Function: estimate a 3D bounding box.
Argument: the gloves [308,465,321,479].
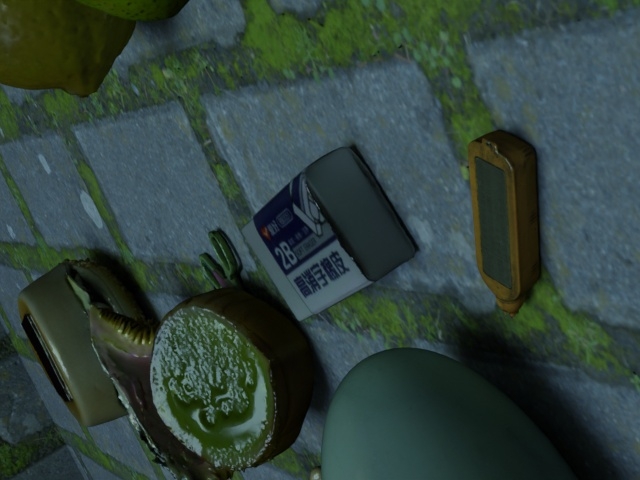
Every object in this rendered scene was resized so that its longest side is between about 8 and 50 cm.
[{"bbox_3d":[-0.010,0.424,1.522,0.197,0.152,0.301,20,132,24],"label":"gloves"}]

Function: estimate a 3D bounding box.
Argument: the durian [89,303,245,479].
[{"bbox_3d":[-0.183,0.200,1.612,0.305,0.185,0.195,45,179,15],"label":"durian"}]

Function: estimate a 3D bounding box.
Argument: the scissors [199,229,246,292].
[{"bbox_3d":[-0.099,0.081,1.461,0.187,0.020,0.133,56,158,11],"label":"scissors"}]

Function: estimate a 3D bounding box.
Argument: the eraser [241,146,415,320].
[{"bbox_3d":[0.000,0.000,1.129,0.124,0.068,0.210,56,156,1],"label":"eraser"}]

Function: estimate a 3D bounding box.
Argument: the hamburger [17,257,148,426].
[{"bbox_3d":[-0.379,0.169,1.911,0.302,0.170,0.302,49,155,32],"label":"hamburger"}]

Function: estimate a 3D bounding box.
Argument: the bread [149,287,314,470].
[{"bbox_3d":[-0.113,0.171,1.416,0.236,0.070,0.236,11,108,37],"label":"bread"}]

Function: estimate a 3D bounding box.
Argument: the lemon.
[{"bbox_3d":[-0.318,-0.288,1.220,0.263,0.236,0.236,35,162,-20],"label":"lemon"}]

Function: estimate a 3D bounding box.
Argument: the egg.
[{"bbox_3d":[0.127,0.266,0.993,0.371,0.230,0.230,61,156,6],"label":"egg"}]

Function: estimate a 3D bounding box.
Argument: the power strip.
[{"bbox_3d":[0.145,-0.008,0.894,0.049,0.028,0.178,34,145,43],"label":"power strip"}]

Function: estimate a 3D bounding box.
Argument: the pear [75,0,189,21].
[{"bbox_3d":[-0.195,-0.299,1.030,0.219,0.187,0.187,39,158,-12],"label":"pear"}]
